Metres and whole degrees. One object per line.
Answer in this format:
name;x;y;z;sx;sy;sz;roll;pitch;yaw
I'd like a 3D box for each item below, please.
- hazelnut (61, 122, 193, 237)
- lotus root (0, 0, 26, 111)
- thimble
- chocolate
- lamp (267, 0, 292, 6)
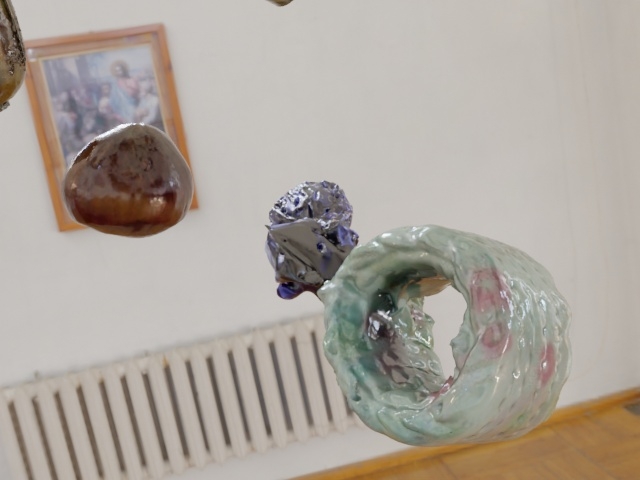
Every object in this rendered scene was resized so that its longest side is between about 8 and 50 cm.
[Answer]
hazelnut;-0.288;-0.091;1.008;0.204;0.178;0.178;-11;5;-42
lotus root;-0.567;-0.365;0.953;0.196;0.397;0.179;1;34;19
thimble;0.105;0.080;0.598;0.149;0.185;0.211;14;6;-42
chocolate;-0.002;0.003;0.847;0.126;0.148;0.343;-43;10;7
lamp;-0.107;-0.398;0.852;0.121;0.121;0.215;-4;-28;44
